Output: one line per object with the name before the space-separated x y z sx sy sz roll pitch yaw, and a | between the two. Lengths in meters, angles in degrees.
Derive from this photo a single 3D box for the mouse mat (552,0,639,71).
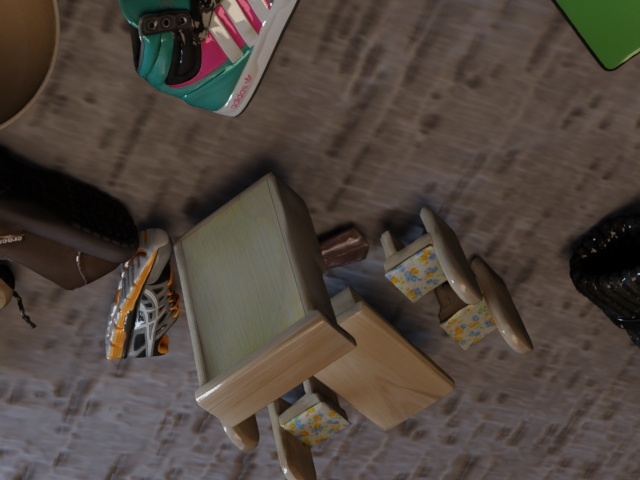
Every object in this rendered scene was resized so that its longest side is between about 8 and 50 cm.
mouse mat | 0.372 -0.296 1.413 0.190 0.007 0.152 -36 122 15

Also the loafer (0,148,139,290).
loafer | -0.392 -0.030 1.412 0.366 0.133 0.130 27 117 -24

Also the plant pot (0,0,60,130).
plant pot | -0.431 -0.200 1.233 0.284 0.284 0.191 28 151 -24

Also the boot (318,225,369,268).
boot | 0.000 0.000 1.550 0.114 0.037 0.106 -17 136 7

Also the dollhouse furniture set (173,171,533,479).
dollhouse furniture set | 0.024 0.142 1.487 0.362 0.256 0.394 -34 131 16

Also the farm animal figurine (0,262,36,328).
farm animal figurine | -0.524 0.051 1.407 0.327 0.330 0.172 35 120 3

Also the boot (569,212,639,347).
boot | 0.524 0.036 1.592 0.348 0.131 0.260 -32 123 15

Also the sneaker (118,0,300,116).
sneaker | -0.125 -0.273 1.293 0.179 0.123 0.295 9 125 -26

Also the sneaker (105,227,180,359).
sneaker | -0.213 0.068 1.546 0.083 0.084 0.214 9 133 -17
